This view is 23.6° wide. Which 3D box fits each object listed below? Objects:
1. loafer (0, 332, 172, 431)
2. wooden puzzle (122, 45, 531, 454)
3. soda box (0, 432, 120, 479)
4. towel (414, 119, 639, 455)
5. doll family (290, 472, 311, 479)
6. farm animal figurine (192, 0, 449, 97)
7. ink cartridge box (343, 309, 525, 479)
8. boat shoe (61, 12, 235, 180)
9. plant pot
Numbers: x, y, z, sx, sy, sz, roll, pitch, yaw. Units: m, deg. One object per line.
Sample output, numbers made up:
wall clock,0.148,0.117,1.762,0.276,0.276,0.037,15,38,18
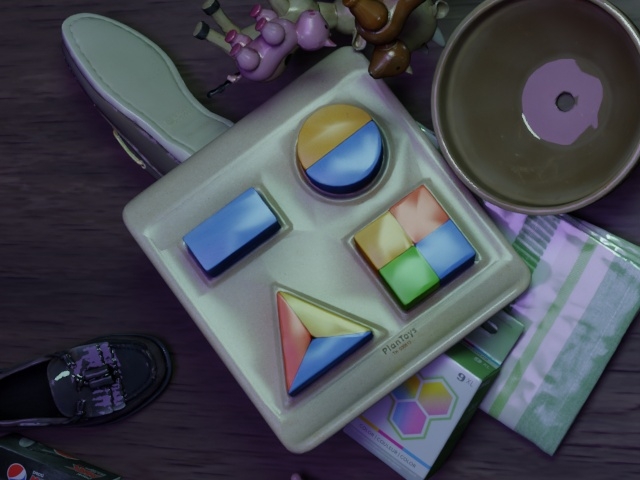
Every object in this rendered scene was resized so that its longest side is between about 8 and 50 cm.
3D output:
loafer,-0.328,0.188,1.882,0.302,0.095,0.109,-15,88,24
wooden puzzle,0.000,0.000,1.627,0.322,0.080,0.348,-37,75,-2
soda box,-0.338,0.296,1.914,0.169,0.060,0.053,19,102,21
towel,0.181,0.046,1.684,0.325,0.038,0.248,33,107,16
doll family,-0.041,0.405,1.758,0.163,0.118,0.263,3,95,23
farm animal figurine,0.053,-0.273,1.595,0.330,0.172,0.327,7,66,55
ink cartridge box,0.122,0.152,1.667,0.109,0.062,0.209,36,115,17
boat shoe,-0.193,-0.139,1.795,0.324,0.116,0.097,42,137,15
plant pot,0.243,-0.146,1.602,0.237,0.110,0.237,1,94,23
